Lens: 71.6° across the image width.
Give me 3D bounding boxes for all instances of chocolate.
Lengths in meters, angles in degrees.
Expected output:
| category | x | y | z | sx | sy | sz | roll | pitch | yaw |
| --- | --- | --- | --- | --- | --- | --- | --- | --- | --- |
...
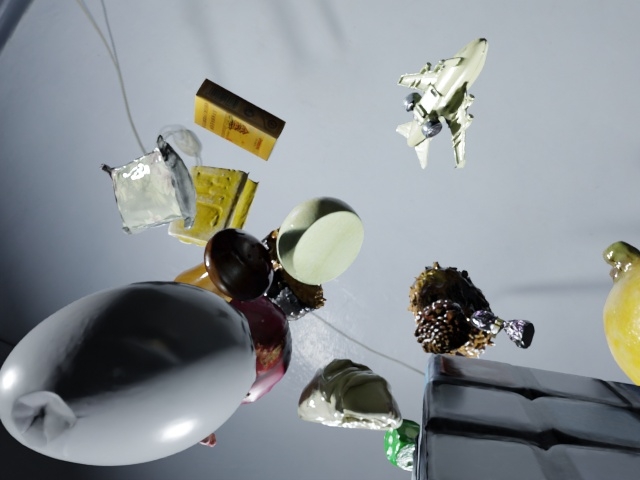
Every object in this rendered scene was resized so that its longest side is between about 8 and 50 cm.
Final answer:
| category | x | y | z | sx | sy | sz | roll | pitch | yaw |
| --- | --- | --- | --- | --- | --- | --- | --- | --- | --- |
| chocolate | 0.403 | 0.198 | 1.006 | 0.070 | 0.147 | 0.072 | -39 | 115 | -31 |

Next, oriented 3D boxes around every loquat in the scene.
| category | x | y | z | sx | sy | sz | roll | pitch | yaw |
| --- | --- | --- | --- | --- | --- | --- | --- | --- | --- |
| loquat | 0.708 | 0.135 | 0.855 | 0.328 | 0.328 | 0.359 | -43 | 73 | 5 |

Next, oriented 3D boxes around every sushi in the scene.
| category | x | y | z | sx | sy | sz | roll | pitch | yaw |
| --- | --- | --- | --- | --- | --- | --- | --- | --- | --- |
| sushi | -0.137 | 0.133 | 1.664 | 0.208 | 0.235 | 0.348 | -38 | 79 | 43 |

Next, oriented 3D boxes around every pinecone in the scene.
| category | x | y | z | sx | sy | sz | roll | pitch | yaw |
| --- | --- | --- | --- | --- | --- | --- | --- | --- | --- |
| pinecone | 0.169 | 0.118 | 0.618 | 0.077 | 0.083 | 0.077 | 5 | 119 | 8 |

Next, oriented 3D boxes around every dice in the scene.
| category | x | y | z | sx | sy | sz | roll | pitch | yaw |
| --- | --- | --- | --- | --- | --- | --- | --- | --- | --- |
| dice | 0.305 | 0.720 | 1.566 | 0.131 | 0.128 | 0.120 | 14 | 104 | -13 |

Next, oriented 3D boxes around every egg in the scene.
| category | x | y | z | sx | sy | sz | roll | pitch | yaw |
| --- | --- | --- | --- | --- | --- | --- | --- | --- | --- |
| egg | -0.185 | 0.129 | 0.447 | 0.232 | 0.176 | 0.175 | -2 | 93 | -30 |

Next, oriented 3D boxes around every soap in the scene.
| category | x | y | z | sx | sy | sz | roll | pitch | yaw |
| --- | --- | --- | --- | --- | --- | --- | --- | --- | --- |
| soap | -0.446 | -0.136 | 1.858 | 0.294 | 0.156 | 0.334 | 13 | 77 | 19 |

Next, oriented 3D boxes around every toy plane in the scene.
| category | x | y | z | sx | sy | sz | roll | pitch | yaw |
| --- | --- | --- | --- | --- | --- | --- | --- | --- | --- |
| toy plane | 0.227 | -0.263 | 0.839 | 0.104 | 0.256 | 0.241 | -16 | 63 | -20 |

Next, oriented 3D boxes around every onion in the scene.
| category | x | y | z | sx | sy | sz | roll | pitch | yaw |
| --- | --- | --- | --- | --- | --- | --- | --- | --- | --- |
| onion | -0.256 | 0.376 | 1.411 | 0.399 | 0.420 | 0.397 | -6 | 108 | -20 |

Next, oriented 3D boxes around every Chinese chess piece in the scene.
| category | x | y | z | sx | sy | sz | roll | pitch | yaw |
| --- | --- | --- | --- | --- | --- | --- | --- | --- | --- |
| Chinese chess piece | 0.000 | 0.000 | 1.213 | 0.250 | 0.250 | 0.101 | -54 | 48 | 4 |

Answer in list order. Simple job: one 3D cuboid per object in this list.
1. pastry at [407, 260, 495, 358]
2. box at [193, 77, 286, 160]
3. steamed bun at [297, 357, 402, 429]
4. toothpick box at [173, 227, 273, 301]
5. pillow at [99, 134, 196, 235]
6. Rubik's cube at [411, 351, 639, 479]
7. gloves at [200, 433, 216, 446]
| category | x | y | z | sx | sy | sz | roll | pitch | yaw |
| --- | --- | --- | --- | --- | --- | --- | --- | --- | --- |
| pastry | 0.528 | 0.300 | 1.777 | 0.293 | 0.337 | 0.404 | -25 | 108 | -20 |
| box | -0.262 | -0.376 | 1.414 | 0.274 | 0.174 | 0.076 | 27 | 71 | -9 |
| steamed bun | 0.093 | 0.499 | 1.467 | 0.310 | 0.324 | 0.219 | 11 | 62 | -9 |
| toothpick box | -0.254 | 0.098 | 1.131 | 0.294 | 0.192 | 0.192 | -35 | 89 | 33 |
| pillow | -0.319 | -0.096 | 0.840 | 0.255 | 0.059 | 0.168 | -6 | 109 | 40 |
| Rubik's cube | 0.268 | 0.345 | 0.449 | 0.363 | 0.359 | 0.362 | 2 | 94 | 10 |
| gloves | -0.375 | 0.464 | 1.191 | 0.241 | 0.145 | 0.126 | 47 | 125 | 5 |
